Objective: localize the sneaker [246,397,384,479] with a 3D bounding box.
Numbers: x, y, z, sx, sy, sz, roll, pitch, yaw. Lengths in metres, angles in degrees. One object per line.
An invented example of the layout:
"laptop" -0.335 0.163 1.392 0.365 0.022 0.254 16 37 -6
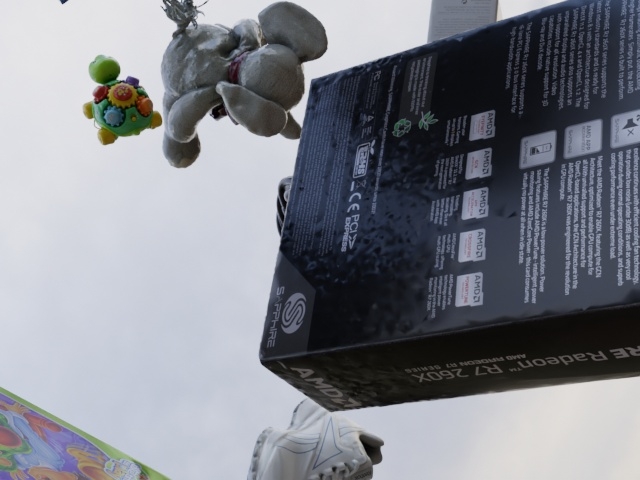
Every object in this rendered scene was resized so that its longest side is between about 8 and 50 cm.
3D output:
"sneaker" -0.007 0.281 1.418 0.297 0.129 0.111 -37 -42 -64

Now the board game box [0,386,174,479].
"board game box" -0.264 0.190 0.751 0.078 0.233 0.347 -65 -7 10

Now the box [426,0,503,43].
"box" 0.195 -0.227 1.539 0.130 0.091 0.171 50 -135 -68

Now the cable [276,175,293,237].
"cable" 0.000 0.000 1.171 0.047 0.151 0.184 -23 -15 -12

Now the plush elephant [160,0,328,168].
"plush elephant" -0.121 -0.263 1.911 0.272 0.255 0.330 -54 -22 -22

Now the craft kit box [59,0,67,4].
"craft kit box" -0.275 -0.450 1.344 0.249 0.061 0.247 -35 -50 -6

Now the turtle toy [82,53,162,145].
"turtle toy" -0.277 -0.195 1.558 0.095 0.130 0.066 -23 -24 -22

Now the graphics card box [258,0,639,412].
"graphics card box" 0.146 -0.032 0.692 0.094 0.370 0.233 41 -133 -44
